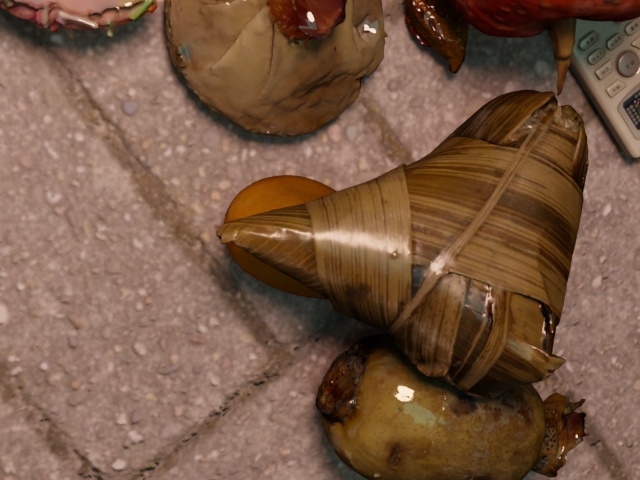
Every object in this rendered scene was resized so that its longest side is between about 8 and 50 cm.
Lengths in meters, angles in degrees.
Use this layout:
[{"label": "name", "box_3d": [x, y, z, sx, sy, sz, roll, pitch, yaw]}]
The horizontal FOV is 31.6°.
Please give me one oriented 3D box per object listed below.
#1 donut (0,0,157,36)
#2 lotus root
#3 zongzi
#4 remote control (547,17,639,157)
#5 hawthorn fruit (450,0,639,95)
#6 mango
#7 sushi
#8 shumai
[{"label": "donut", "box_3d": [-0.207, -0.278, 0.857, 0.199, 0.085, 0.232, 7, 99, -21]}, {"label": "lotus root", "box_3d": [0.128, 0.169, 1.037, 0.278, 0.154, 0.154, 14, 97, -25]}, {"label": "zongzi", "box_3d": [0.080, -0.042, 0.947, 0.288, 0.134, 0.286, 24, 58, -10]}, {"label": "remote control", "box_3d": [0.281, -0.176, 1.072, 0.087, 0.029, 0.190, -37, 107, -4]}, {"label": "hawthorn fruit", "box_3d": [0.196, -0.291, 0.904, 0.258, 0.258, 0.261, 15, 67, -21]}, {"label": "mango", "box_3d": [0.000, 0.000, 0.992, 0.184, 0.085, 0.102, 12, 90, -32]}, {"label": "sushi", "box_3d": [0.103, -0.196, 1.005, 0.050, 0.047, 0.099, -32, 93, -23]}, {"label": "shumai", "box_3d": [-0.022, -0.182, 0.924, 0.201, 0.120, 0.201, -3, 100, -20]}]
